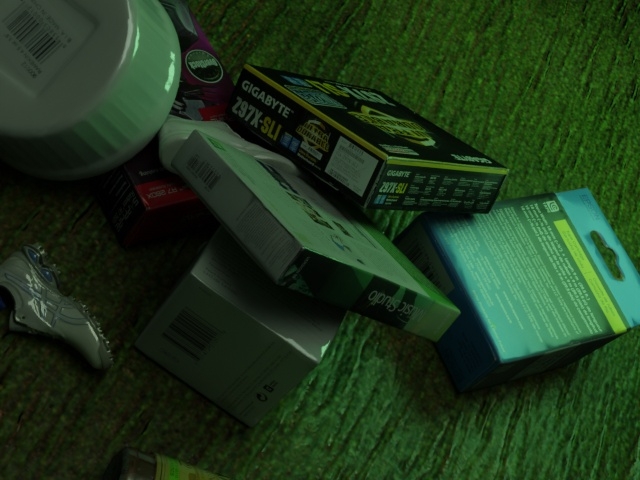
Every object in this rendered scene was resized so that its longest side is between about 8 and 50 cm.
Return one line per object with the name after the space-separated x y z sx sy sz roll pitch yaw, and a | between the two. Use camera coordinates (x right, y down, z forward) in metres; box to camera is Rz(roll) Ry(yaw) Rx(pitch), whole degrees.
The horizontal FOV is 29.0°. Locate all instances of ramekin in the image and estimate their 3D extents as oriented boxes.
-0.315 -0.221 1.465 0.277 0.135 0.277 -2 77 9 | ramekin

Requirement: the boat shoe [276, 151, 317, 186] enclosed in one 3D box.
-0.027 -0.082 1.723 0.100 0.035 0.035 51 20 13 | boat shoe

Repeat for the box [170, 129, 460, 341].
0.000 0.000 1.437 0.322 0.058 0.232 21 20 -49 | box

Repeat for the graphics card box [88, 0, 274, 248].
-0.230 -0.187 1.625 0.232 0.094 0.371 -16 68 -39 | graphics card box

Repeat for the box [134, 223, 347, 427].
-0.091 0.095 1.453 0.182 0.181 0.119 36 47 -6 | box

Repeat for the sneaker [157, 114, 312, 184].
-0.104 -0.107 1.545 0.212 0.080 0.094 22 29 -28 | sneaker

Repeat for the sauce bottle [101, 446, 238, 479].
-0.076 0.325 1.354 0.344 0.111 0.111 23 50 -19 | sauce bottle

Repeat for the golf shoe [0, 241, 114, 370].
-0.310 0.091 1.414 0.086 0.069 0.176 -37 79 -22 | golf shoe

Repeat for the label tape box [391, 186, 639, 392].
0.294 0.064 1.767 0.333 0.106 0.241 -9 63 -36 | label tape box

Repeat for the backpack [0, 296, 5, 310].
-0.411 0.067 1.332 0.120 0.101 0.098 -31 72 -9 | backpack

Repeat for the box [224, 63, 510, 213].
0.067 -0.130 1.642 0.257 0.079 0.322 34 19 31 | box
